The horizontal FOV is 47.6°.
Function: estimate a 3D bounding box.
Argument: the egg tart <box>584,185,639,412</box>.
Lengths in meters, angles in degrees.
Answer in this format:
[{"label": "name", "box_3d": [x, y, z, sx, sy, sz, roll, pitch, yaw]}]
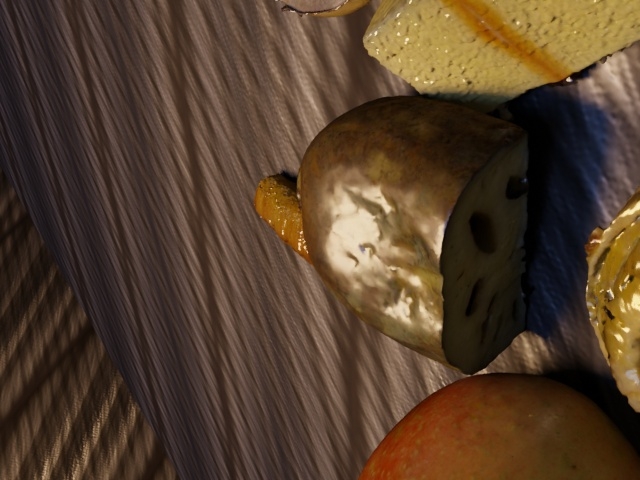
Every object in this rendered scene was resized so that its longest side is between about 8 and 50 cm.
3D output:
[{"label": "egg tart", "box_3d": [0.308, 0.072, 0.530, 0.278, 0.095, 0.279, 33, 135, 41]}]

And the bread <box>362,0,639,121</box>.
[{"label": "bread", "box_3d": [0.146, -0.207, 0.580, 0.266, 0.141, 0.178, -20, 78, 58]}]

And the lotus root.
[{"label": "lotus root", "box_3d": [0.067, -0.018, 0.740, 0.260, 0.149, 0.267, 32, 148, 38]}]

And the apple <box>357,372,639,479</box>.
[{"label": "apple", "box_3d": [0.171, 0.304, 0.716, 0.319, 0.277, 0.319, 42, 148, 35]}]

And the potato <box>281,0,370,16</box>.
[{"label": "potato", "box_3d": [0.040, -0.312, 0.674, 0.138, 0.098, 0.243, 51, 141, 17]}]

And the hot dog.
[{"label": "hot dog", "box_3d": [0.000, -0.001, 0.980, 0.289, 0.068, 0.083, 39, 133, 39]}]
